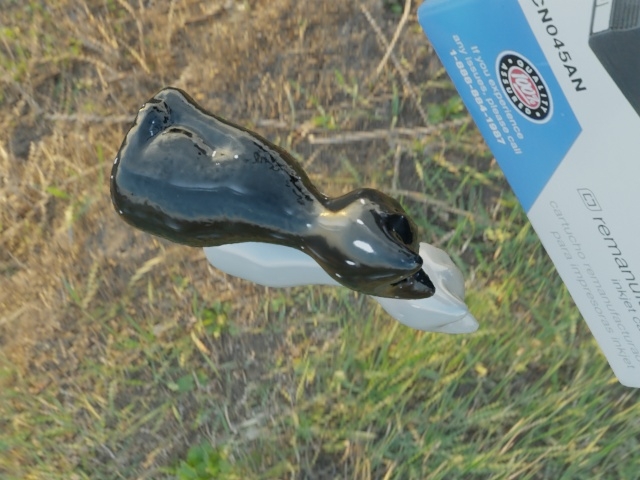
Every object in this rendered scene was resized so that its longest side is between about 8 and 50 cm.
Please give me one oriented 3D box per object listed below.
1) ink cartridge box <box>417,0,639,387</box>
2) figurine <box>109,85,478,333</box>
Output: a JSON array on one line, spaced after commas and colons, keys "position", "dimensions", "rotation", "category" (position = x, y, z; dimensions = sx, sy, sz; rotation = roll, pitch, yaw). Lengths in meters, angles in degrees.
[{"position": [0.271, -0.068, 0.571], "dimensions": [0.166, 0.395, 0.285], "rotation": [-38, 106, -24], "category": "ink cartridge box"}, {"position": [0.000, 0.000, 0.772], "dimensions": [0.209, 0.215, 0.092], "rotation": [23, 85, 24], "category": "figurine"}]
